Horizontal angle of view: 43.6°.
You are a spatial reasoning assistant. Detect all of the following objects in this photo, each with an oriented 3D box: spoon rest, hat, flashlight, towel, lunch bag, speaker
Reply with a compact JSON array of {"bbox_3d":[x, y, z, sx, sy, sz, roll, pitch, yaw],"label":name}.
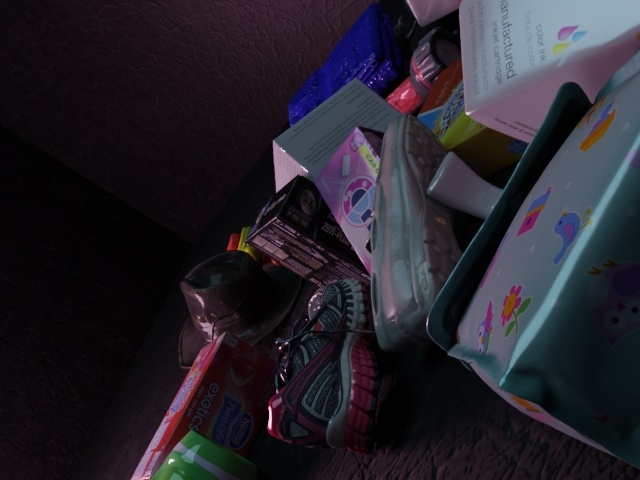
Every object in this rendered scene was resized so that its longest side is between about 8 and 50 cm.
[{"bbox_3d":[0.216,-0.044,0.757,0.137,0.084,0.276,-60,26,-9],"label":"spoon rest"},{"bbox_3d":[-0.193,0.106,1.577,0.331,0.134,0.331,-32,24,16],"label":"hat"},{"bbox_3d":[0.153,-0.264,1.449,0.304,0.103,0.103,-36,27,55],"label":"flashlight"},{"bbox_3d":[0.038,-0.326,1.668,0.308,0.076,0.227,-45,39,34],"label":"towel"},{"bbox_3d":[0.185,0.012,0.515,0.223,0.160,0.262,-60,1,-1],"label":"lunch bag"},{"bbox_3d":[-0.202,0.408,1.059,0.296,0.131,0.131,-60,13,-14],"label":"speaker"}]

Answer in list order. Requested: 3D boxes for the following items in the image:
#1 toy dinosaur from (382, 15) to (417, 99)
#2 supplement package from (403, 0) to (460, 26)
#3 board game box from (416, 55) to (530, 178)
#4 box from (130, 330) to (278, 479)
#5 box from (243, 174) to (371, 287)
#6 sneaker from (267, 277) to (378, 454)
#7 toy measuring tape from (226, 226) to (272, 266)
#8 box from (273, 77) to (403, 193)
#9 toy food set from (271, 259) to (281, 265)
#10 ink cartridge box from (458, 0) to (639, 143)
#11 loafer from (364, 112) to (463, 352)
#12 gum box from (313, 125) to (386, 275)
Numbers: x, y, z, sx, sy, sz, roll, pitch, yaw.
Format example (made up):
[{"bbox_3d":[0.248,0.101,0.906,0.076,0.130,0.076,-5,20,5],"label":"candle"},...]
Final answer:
[{"bbox_3d":[0.126,-0.338,1.781,0.160,0.121,0.313,-51,2,-34],"label":"toy dinosaur"},{"bbox_3d":[0.230,-0.569,1.624,0.175,0.177,0.293,-26,20,11],"label":"supplement package"},{"bbox_3d":[0.219,-0.182,1.074,0.242,0.064,0.316,-62,13,-23],"label":"board game box"},{"bbox_3d":[-0.173,0.288,1.254,0.128,0.123,0.257,-37,23,56],"label":"box"},{"bbox_3d":[0.000,0.000,1.182,0.077,0.180,0.147,-64,13,-24],"label":"box"},{"bbox_3d":[0.002,0.127,0.923,0.299,0.112,0.120,-91,3,-71],"label":"sneaker"},{"bbox_3d":[-0.174,0.031,1.947,0.121,0.121,0.330,-59,4,-9],"label":"toy measuring tape"},{"bbox_3d":[0.031,-0.123,1.262,0.181,0.119,0.182,-40,-21,-20],"label":"box"},{"bbox_3d":[-0.011,-0.024,1.445,0.104,0.111,0.232,-52,10,22],"label":"toy food set"},{"bbox_3d":[0.253,-0.224,0.593,0.306,0.131,0.226,-22,61,50],"label":"ink cartridge box"},{"bbox_3d":[0.096,-0.019,0.912,0.111,0.112,0.319,-34,35,34],"label":"loafer"},{"bbox_3d":[0.080,-0.047,1.061,0.107,0.062,0.188,-50,54,30],"label":"gum box"}]
